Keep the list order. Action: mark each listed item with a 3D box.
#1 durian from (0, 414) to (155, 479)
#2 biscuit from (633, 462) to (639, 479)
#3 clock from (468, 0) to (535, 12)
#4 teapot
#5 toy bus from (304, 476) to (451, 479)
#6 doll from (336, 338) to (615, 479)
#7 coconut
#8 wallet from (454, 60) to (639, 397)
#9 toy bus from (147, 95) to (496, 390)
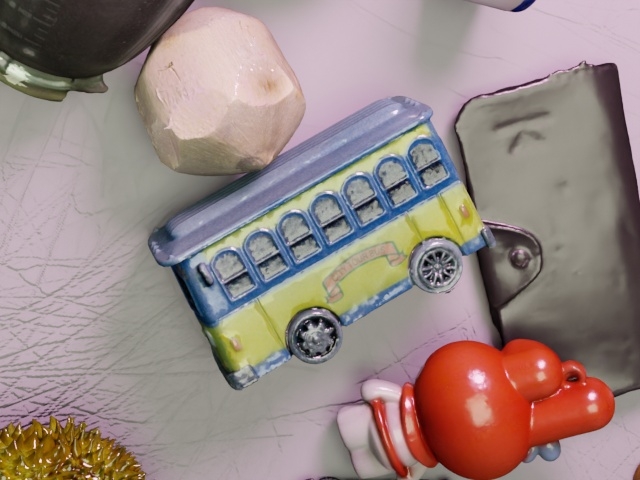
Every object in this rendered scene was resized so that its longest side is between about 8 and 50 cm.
[{"bbox_3d":[-0.289,0.309,1.543,0.291,0.224,0.291,-25,128,-38],"label":"durian"},{"bbox_3d":[0.521,0.219,1.775,0.216,0.047,0.340,42,91,-17],"label":"biscuit"},{"bbox_3d":[0.185,-0.343,1.492,0.083,0.230,0.230,9,99,-10],"label":"clock"},{"bbox_3d":[-0.273,-0.269,1.413,0.321,0.239,0.239,23,121,-24],"label":"teapot"},{"bbox_3d":[0.064,0.312,1.675,0.194,0.089,0.087,4,100,-12],"label":"toy bus"},{"bbox_3d":[0.166,0.183,1.635,0.290,0.130,0.161,-17,107,12],"label":"doll"},{"bbox_3d":[-0.098,-0.135,1.503,0.161,0.161,0.162,-17,67,-8],"label":"coconut"},{"bbox_3d":[0.266,-0.002,1.673,0.197,0.051,0.377,-14,103,-6],"label":"wallet"},{"bbox_3d":[0.000,0.000,1.566,0.312,0.152,0.190,-30,107,-5],"label":"toy bus"}]
